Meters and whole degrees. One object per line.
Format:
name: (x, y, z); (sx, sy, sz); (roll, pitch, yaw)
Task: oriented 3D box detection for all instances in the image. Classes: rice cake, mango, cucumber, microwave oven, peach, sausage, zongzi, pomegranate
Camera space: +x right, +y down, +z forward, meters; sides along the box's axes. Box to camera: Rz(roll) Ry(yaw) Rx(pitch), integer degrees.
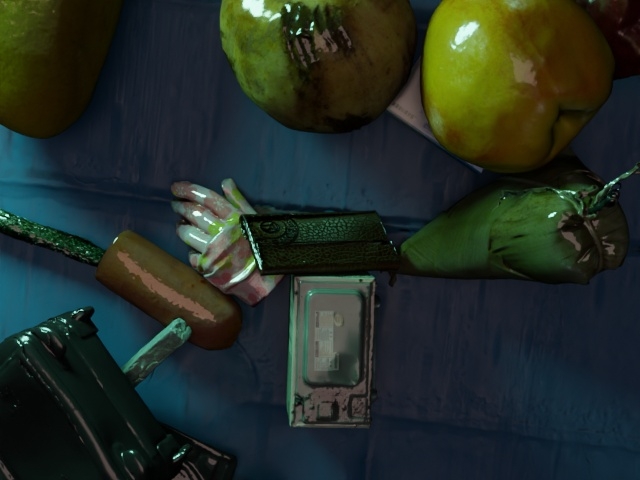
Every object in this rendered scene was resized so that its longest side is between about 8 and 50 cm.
rice cake: (-0.301, 0.211, 1.755); (0.042, 0.045, 0.245); (40, 120, -12)
mango: (-0.461, -0.388, 1.680); (0.300, 0.232, 0.445); (3, 101, -3)
cucumber: (-0.486, -0.011, 1.794); (0.257, 0.043, 0.044); (20, 89, 2)
microwave oven: (0.018, 0.171, 1.712); (0.145, 0.194, 0.240); (2, 94, -8)
peach: (0.274, -0.260, 1.563); (0.289, 0.289, 0.308); (-40, 63, 4)
sausage: (-0.246, 0.091, 1.758); (0.259, 0.113, 0.113); (34, 94, -3)
zongzi: (0.279, 0.011, 1.573); (0.418, 0.447, 0.181); (-24, 99, 8)
pomegranate: (0.000, -0.323, 1.636); (0.322, 0.322, 0.322); (0, 94, 2)

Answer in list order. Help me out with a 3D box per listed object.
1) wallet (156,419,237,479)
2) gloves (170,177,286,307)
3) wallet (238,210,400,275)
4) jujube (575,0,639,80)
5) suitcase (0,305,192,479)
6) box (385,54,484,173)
wallet: (-0.302, 0.473, 1.822); (0.247, 0.041, 0.323); (24, 100, 2)
gloves: (-0.162, -0.009, 1.743); (0.241, 0.126, 0.145); (45, 96, -4)
wallet: (0.000, 0.000, 1.694); (0.243, 0.133, 0.039); (-2, 137, -23)
jujube: (0.552, -0.412, 1.627); (0.377, 0.276, 0.276); (-28, 92, -13)
suitcase: (-0.434, 0.325, 1.713); (0.339, 0.188, 0.345); (-38, 87, 27)
box: (0.223, -0.219, 1.737); (0.194, 0.073, 0.139); (34, 94, 0)
